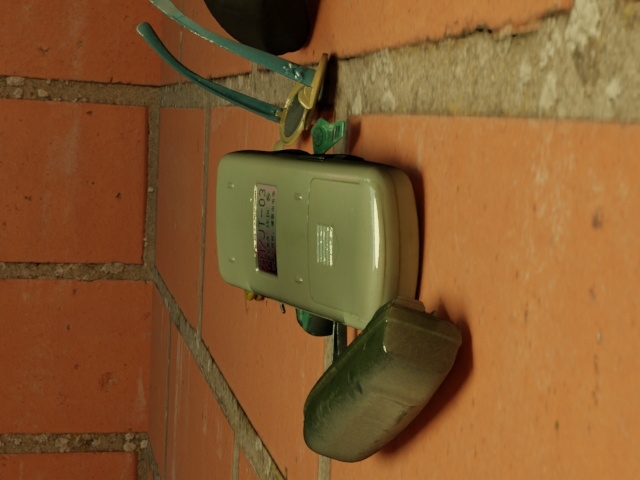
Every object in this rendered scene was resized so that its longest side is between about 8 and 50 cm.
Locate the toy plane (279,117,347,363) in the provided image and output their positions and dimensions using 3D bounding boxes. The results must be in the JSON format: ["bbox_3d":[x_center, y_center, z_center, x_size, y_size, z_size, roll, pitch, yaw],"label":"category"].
[{"bbox_3d":[0.000,0.000,1.031,0.096,0.060,0.235,174,94,-68],"label":"toy plane"}]

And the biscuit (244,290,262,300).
[{"bbox_3d":[-0.089,0.041,1.451,0.084,0.023,0.084,-177,90,-76],"label":"biscuit"}]

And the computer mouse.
[{"bbox_3d":[-0.086,-0.284,1.150,0.137,0.086,0.269,47,168,24],"label":"computer mouse"}]

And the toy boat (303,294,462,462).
[{"bbox_3d":[0.039,0.114,0.832,0.260,0.078,0.085,119,168,-59],"label":"toy boat"}]

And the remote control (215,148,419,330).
[{"bbox_3d":[-0.011,-0.009,0.943,0.296,0.056,0.140,12,106,58],"label":"remote control"}]

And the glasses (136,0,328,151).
[{"bbox_3d":[-0.085,-0.203,1.154,0.088,0.220,0.189,-51,6,-12],"label":"glasses"}]
